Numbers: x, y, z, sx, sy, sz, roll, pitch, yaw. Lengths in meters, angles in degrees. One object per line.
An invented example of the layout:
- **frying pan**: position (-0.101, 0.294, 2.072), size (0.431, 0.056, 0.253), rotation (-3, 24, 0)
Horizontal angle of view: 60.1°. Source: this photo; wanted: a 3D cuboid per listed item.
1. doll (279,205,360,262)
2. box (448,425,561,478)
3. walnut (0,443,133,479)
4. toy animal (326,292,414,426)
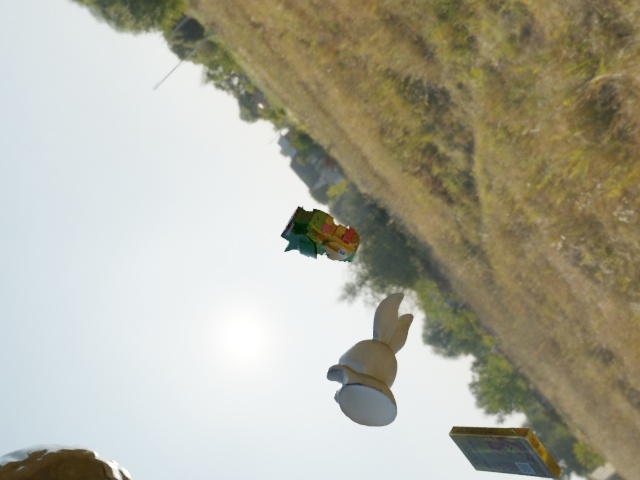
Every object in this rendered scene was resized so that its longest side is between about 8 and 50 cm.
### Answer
- **doll**: position (0.000, -0.006, 1.261), size (0.186, 0.106, 0.134), rotation (14, 140, 16)
- **box**: position (0.281, 0.326, 0.859), size (0.089, 0.022, 0.156), rotation (50, 145, -9)
- **walnut**: position (-0.242, 0.308, 0.487), size (0.248, 0.248, 0.248), rotation (45, -175, -5)
- **toy animal**: position (0.088, 0.196, 0.950), size (0.104, 0.130, 0.221), rotation (55, -144, -25)
